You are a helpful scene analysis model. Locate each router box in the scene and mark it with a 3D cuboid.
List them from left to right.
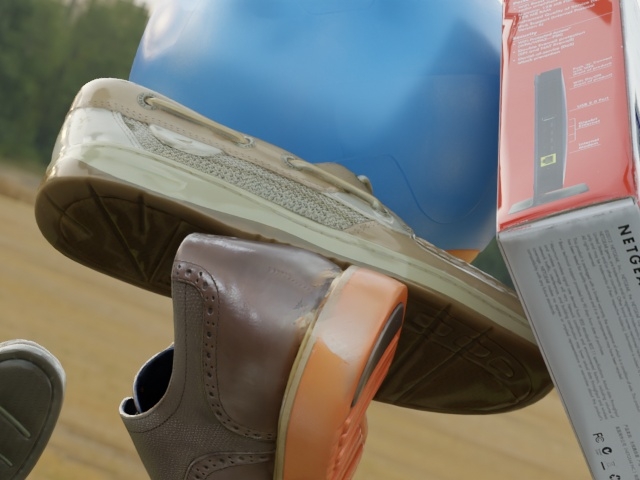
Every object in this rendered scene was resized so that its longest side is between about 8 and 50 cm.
[{"bbox_3d":[0.202,0.028,1.254,0.082,0.335,0.301,-15,33,16],"label":"router box"}]

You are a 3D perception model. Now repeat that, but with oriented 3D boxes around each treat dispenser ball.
[{"bbox_3d":[0.007,-0.087,1.397,0.288,0.288,0.288,19,0,0],"label":"treat dispenser ball"}]

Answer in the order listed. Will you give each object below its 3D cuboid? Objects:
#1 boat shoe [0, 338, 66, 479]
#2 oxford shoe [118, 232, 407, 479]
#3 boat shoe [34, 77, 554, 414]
[{"bbox_3d":[-0.317,0.192,1.682,0.111,0.307,0.104,39,18,-6],"label":"boat shoe"},{"bbox_3d":[-0.048,0.119,1.169,0.133,0.130,0.364,24,-42,7],"label":"oxford shoe"},{"bbox_3d":[0.000,0.000,1.201,0.341,0.110,0.121,25,-42,-15],"label":"boat shoe"}]
